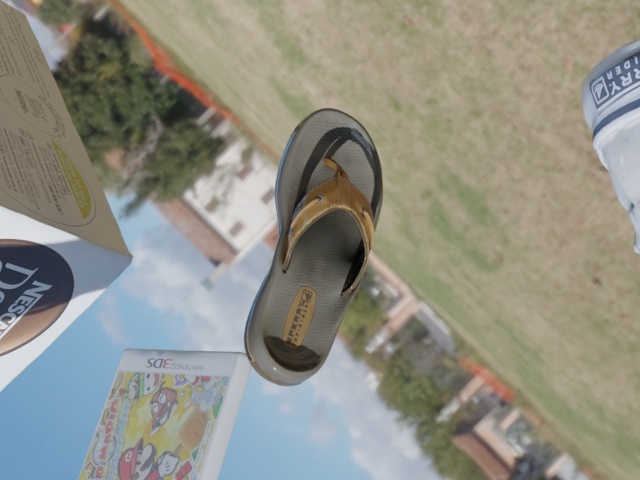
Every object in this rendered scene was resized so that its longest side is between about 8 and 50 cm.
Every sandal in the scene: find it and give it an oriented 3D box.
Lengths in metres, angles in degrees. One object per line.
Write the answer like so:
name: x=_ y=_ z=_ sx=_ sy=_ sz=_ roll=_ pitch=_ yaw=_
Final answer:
sandal: x=0.000 y=0.000 z=0.747 sx=0.090 sy=0.219 sz=0.060 roll=24 pitch=159 yaw=-15

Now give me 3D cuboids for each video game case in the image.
video game case: x=-0.186 y=0.230 z=1.115 sx=0.206 sy=0.227 sz=0.026 roll=-4 pitch=151 yaw=40

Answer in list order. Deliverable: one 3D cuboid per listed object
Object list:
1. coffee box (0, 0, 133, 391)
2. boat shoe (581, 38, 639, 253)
coffee box: x=-0.413 y=-0.038 z=0.775 sx=0.334 sy=0.337 sz=0.338 roll=28 pitch=-155 yaw=-51
boat shoe: x=0.278 y=0.012 z=0.543 sx=0.367 sy=0.136 sz=0.156 roll=17 pitch=-120 yaw=-45
